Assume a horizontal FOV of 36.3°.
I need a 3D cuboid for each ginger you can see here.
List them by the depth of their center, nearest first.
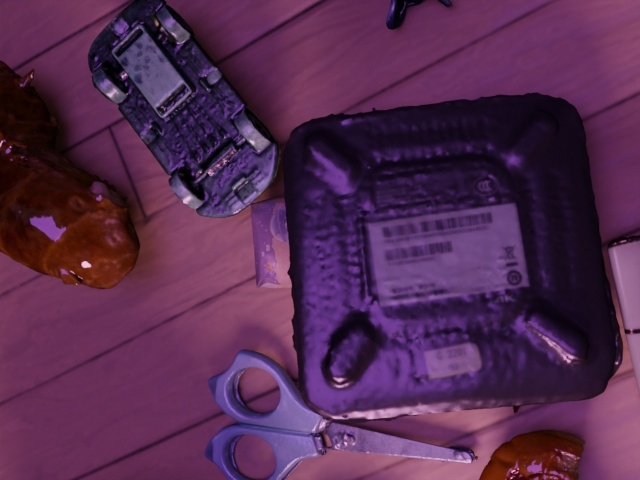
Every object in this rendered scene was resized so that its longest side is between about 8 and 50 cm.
[{"bbox_3d":[-0.401,-0.096,1.308,0.418,0.176,0.254,30,106,23],"label":"ginger"}]

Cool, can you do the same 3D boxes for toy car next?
[{"bbox_3d":[-0.163,-0.165,1.244,0.136,0.125,0.306,-41,79,12],"label":"toy car"}]

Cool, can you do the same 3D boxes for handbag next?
[{"bbox_3d":[0.000,0.000,1.200,0.173,0.095,0.117,-4,93,23],"label":"handbag"}]

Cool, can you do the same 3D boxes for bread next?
[{"bbox_3d":[0.244,0.293,1.110,0.125,0.086,0.156,-6,87,22],"label":"bread"}]

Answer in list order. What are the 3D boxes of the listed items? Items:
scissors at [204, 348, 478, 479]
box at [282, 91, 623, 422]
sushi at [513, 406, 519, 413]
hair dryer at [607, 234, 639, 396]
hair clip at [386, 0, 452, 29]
[{"bbox_3d":[0.020,0.245,1.226,0.360,0.029,0.191,4,95,18],"label":"scissors"},{"bbox_3d":[0.140,0.016,1.082,0.359,0.091,0.350,-7,76,3],"label":"box"},{"bbox_3d":[0.264,0.154,1.124,0.120,0.052,0.055,-31,64,14],"label":"sushi"},{"bbox_3d":[0.500,0.060,1.010,0.362,0.128,0.203,-12,85,12],"label":"hair dryer"},{"bbox_3d":[0.082,-0.400,1.197,0.083,0.048,0.275,-20,82,23],"label":"hair clip"}]
